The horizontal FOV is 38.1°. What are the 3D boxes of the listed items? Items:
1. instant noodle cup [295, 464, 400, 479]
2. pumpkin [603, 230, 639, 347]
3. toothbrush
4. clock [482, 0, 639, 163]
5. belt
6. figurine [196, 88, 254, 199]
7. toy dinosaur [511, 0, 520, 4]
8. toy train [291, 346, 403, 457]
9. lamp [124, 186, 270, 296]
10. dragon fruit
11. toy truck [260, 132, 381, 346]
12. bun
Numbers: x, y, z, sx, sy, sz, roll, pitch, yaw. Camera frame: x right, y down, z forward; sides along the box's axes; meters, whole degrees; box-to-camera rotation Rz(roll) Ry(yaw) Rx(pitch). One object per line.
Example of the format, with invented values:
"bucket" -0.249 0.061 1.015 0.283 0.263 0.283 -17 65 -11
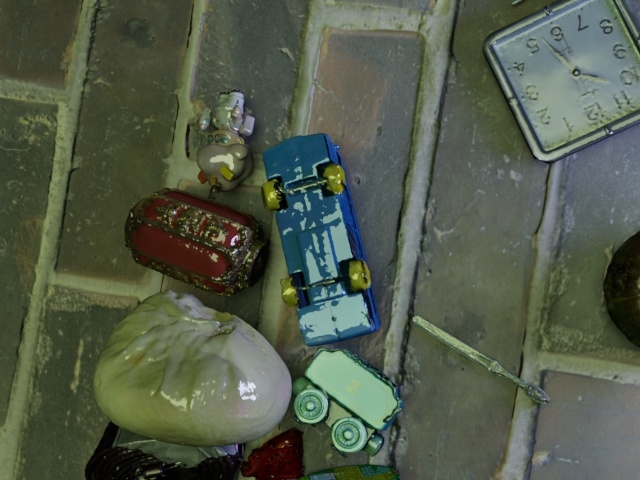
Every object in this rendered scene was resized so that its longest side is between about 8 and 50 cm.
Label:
"instant noodle cup" 0.059 0.541 1.654 0.207 0.207 0.232 -10 89 12
"pumpkin" 0.612 0.085 1.568 0.260 0.189 0.260 -1 85 14
"toothbrush" 0.293 0.218 1.712 0.294 0.028 0.026 31 91 18
"clock" 0.470 -0.312 1.707 0.273 0.049 0.278 -24 80 10
"belt" -0.288 0.404 1.756 0.289 0.164 0.184 -10 110 10
"figurine" -0.185 -0.183 1.815 0.137 0.112 0.228 -3 76 40
"toy dinosaur" 0.430 -0.529 1.746 0.187 0.044 0.106 -27 66 22
"toy train" 0.049 0.297 1.717 0.203 0.112 0.163 35 87 13
"lamp" -0.235 0.001 1.771 0.274 0.177 0.177 18 89 14
"dragon fruit" -0.097 0.412 1.758 0.131 0.063 0.097 -10 82 11
"toy truck" 0.000 0.000 1.726 0.161 0.162 0.384 -16 80 11
"bun" -0.227 0.219 1.660 0.361 0.361 0.213 16 114 14
